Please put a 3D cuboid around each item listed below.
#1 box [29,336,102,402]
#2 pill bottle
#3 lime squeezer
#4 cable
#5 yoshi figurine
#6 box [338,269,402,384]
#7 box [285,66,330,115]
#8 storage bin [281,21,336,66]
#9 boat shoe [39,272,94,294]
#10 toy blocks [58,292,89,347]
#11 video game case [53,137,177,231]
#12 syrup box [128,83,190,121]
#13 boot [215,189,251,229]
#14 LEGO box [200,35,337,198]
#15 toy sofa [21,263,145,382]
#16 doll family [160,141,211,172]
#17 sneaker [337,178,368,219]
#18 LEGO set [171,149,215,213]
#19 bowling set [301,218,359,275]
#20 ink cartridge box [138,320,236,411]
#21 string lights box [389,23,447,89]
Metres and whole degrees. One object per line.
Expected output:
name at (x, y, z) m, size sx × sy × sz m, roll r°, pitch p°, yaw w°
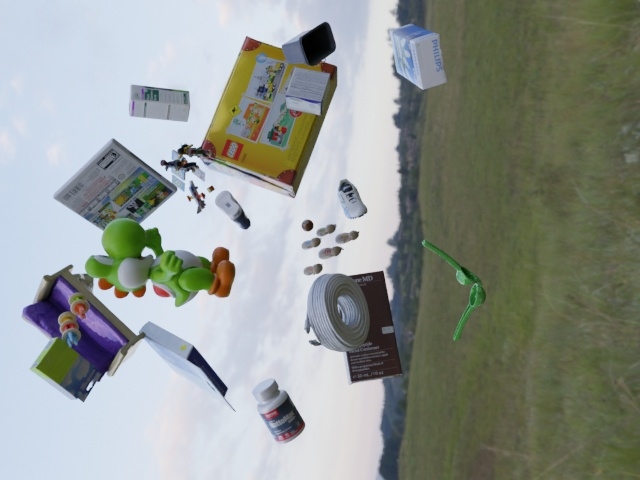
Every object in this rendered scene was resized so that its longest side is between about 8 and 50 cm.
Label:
box at (-0.727, 0.374, 1.734) m, size 0.178 × 0.042 × 0.109 m, roll 52°, pitch -139°, yaw -30°
pill bottle at (-0.133, 0.521, 1.858) m, size 0.180 × 0.108 × 0.108 m, roll 61°, pitch -162°, yaw -9°
lime squeezer at (0.345, 0.111, 1.493) m, size 0.310 × 0.109 × 0.059 m, roll 67°, pitch -151°, yaw -27°
cable at (0.058, 0.225, 1.918) m, size 0.257 × 0.089 × 0.257 m, roll 27°, pitch -127°, yaw -44°
yoshi figurine at (-0.405, 0.037, 1.544) m, size 0.203 × 0.362 × 0.203 m, roll 125°, pitch 146°, yaw -54°
box at (0.166, 0.315, 2.190) m, size 0.143 × 0.191 × 0.382 m, roll 97°, pitch 164°, yaw -73°
box at (-0.041, -0.508, 2.060) m, size 0.072 × 0.126 × 0.137 m, roll 92°, pitch -168°, yaw -60°
storage bin at (-0.034, -0.525, 1.647) m, size 0.135 × 0.091 × 0.098 m, roll -45°, pitch -54°, yaw -35°
boat shoe at (-0.965, 0.186, 2.332) m, size 0.320 × 0.118 × 0.103 m, roll 38°, pitch -140°, yaw -87°
toy blocks at (-0.714, 0.235, 1.763) m, size 0.123 × 0.054 × 0.148 m, roll -60°, pitch 36°, yaw 7°
video game case at (-0.747, -0.176, 2.211) m, size 0.300 × 0.329 × 0.036 m, roll 40°, pitch -160°, yaw -34°
syrup box at (-0.656, -0.557, 2.459) m, size 0.096 × 0.236 × 0.093 m, roll 116°, pitch 150°, yaw -48°
boot at (-0.305, -0.103, 2.104) m, size 0.086 × 0.069 × 0.190 m, roll 53°, pitch 178°, yaw -37°
LEGO box at (-0.189, -0.464, 2.298) m, size 0.193 × 0.372 × 0.500 m, roll 79°, pitch -149°, yaw -80°
toy sofa at (-0.759, 0.267, 1.932) m, size 0.150 × 0.362 × 0.177 m, roll -50°, pitch -5°, yaw 36°
doll family at (-0.479, -0.285, 2.119) m, size 0.193 × 0.076 × 0.111 m, roll -42°, pitch -23°, yaw 29°
sneaker at (0.108, -0.150, 2.191) m, size 0.237 × 0.085 × 0.086 m, roll -114°, pitch 0°, yaw -59°
LEGO set at (-0.527, -0.228, 2.430) m, size 0.060 × 0.244 × 0.182 m, roll -38°, pitch -25°, yaw -40°
bowling set at (0.000, 0.000, 2.531) m, size 0.287 × 0.200 × 0.154 m, roll -47°, pitch 15°, yaw -25°
ink cartridge box at (-0.427, 0.420, 2.024) m, size 0.072 × 0.307 × 0.304 m, roll -54°, pitch -35°, yaw -27°
string lights box at (0.277, -0.530, 1.727) m, size 0.260 × 0.076 × 0.133 m, roll -109°, pitch 2°, yaw -63°
